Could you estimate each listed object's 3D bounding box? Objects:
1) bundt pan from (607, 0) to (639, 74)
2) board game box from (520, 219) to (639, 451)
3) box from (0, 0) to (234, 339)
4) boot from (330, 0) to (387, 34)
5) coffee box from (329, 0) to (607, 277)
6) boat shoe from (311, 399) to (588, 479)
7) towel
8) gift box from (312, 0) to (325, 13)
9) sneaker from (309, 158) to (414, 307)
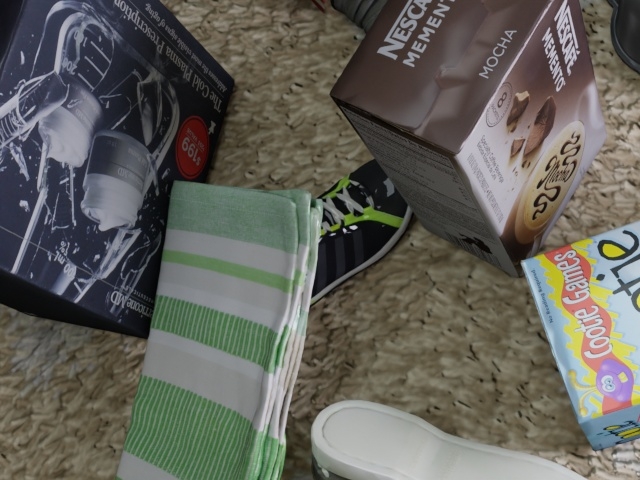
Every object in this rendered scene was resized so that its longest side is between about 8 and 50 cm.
[{"bbox_3d":[0.421,-0.265,0.898,0.331,0.124,0.330,-7,67,18],"label":"bundt pan"},{"bbox_3d":[0.324,0.053,0.803,0.275,0.144,0.142,-21,64,12],"label":"board game box"},{"bbox_3d":[-0.267,-0.100,0.973,0.179,0.343,0.312,9,75,25],"label":"box"},{"bbox_3d":[0.135,-0.284,1.041,0.247,0.083,0.161,-32,57,6],"label":"boot"},{"bbox_3d":[0.140,-0.104,0.844,0.119,0.297,0.168,29,83,27],"label":"coffee box"},{"bbox_3d":[0.130,0.233,0.840,0.305,0.091,0.109,20,36,21],"label":"boat shoe"},{"bbox_3d":[-0.103,0.108,0.923,0.248,0.038,0.324,8,88,51],"label":"towel"},{"bbox_3d":[-0.032,-0.421,1.064,0.255,0.276,0.258,43,86,15],"label":"gift box"},{"bbox_3d":[0.000,0.000,0.972,0.234,0.097,0.084,-45,62,0],"label":"sneaker"}]
